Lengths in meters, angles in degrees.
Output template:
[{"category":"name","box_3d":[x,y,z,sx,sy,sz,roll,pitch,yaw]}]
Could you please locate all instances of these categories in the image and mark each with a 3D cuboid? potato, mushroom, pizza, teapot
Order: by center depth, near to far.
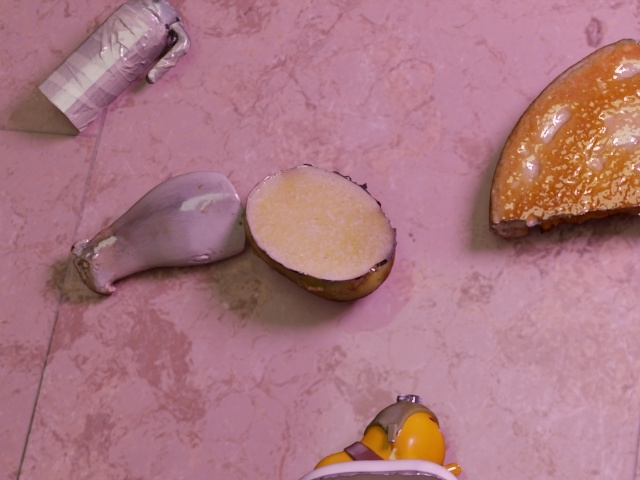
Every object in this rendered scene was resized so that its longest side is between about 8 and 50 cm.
[{"category":"pizza","box_3d":[0.331,-0.092,1.589,0.229,0.081,0.289,31,81,28]},{"category":"potato","box_3d":[0.000,0.000,1.643,0.164,0.081,0.200,-33,58,-26]},{"category":"mushroom","box_3d":[-0.200,-0.011,1.690,0.225,0.093,0.116,-17,88,3]},{"category":"teapot","box_3d":[-0.257,-0.228,1.791,0.200,0.077,0.107,-46,70,-4]}]

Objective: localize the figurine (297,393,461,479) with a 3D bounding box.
[{"category":"figurine","box_3d":[0.045,0.249,1.525,0.250,0.166,0.141,-15,44,22]}]
